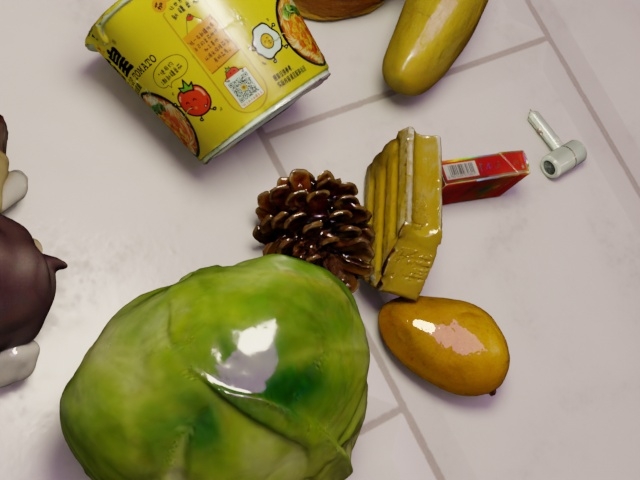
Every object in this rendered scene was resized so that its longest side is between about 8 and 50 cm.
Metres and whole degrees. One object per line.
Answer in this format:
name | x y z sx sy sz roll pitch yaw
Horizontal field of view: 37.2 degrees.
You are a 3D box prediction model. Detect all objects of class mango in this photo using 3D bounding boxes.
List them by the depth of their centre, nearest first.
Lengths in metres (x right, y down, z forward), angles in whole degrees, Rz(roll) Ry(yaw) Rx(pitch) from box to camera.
mango | 0.198 0.158 1.517 0.227 0.109 0.147 29 77 -2
mango | 0.205 -0.390 1.680 0.142 0.195 0.331 25 78 12

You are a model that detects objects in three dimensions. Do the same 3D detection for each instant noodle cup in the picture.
instant noodle cup | -0.154 -0.287 1.449 0.325 0.325 0.254 -39 97 -28

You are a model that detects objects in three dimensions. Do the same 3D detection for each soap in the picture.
soap | 0.128 -0.033 1.518 0.080 0.160 0.257 13 61 -19

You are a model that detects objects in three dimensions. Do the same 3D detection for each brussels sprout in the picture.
brussels sprout | -0.108 0.198 1.237 0.425 0.361 0.342 -25 77 -26

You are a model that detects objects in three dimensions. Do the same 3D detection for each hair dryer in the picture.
hair dryer | 0.426 -0.187 1.771 0.082 0.047 0.137 -28 77 -27

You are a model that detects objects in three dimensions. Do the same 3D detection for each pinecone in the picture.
pinecone | 0.000 0.002 1.465 0.186 0.168 0.212 -22 66 -12

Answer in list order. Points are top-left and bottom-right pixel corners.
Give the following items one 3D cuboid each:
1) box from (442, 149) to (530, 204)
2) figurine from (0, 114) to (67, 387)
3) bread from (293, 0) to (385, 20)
box | 0.258 -0.106 1.635 0.175 0.112 0.048 -9 73 -25
figurine | -0.488 -0.001 1.300 0.218 0.206 0.365 14 38 -39
bread | 0.039 -0.497 1.683 0.270 0.143 0.195 -13 76 -27
